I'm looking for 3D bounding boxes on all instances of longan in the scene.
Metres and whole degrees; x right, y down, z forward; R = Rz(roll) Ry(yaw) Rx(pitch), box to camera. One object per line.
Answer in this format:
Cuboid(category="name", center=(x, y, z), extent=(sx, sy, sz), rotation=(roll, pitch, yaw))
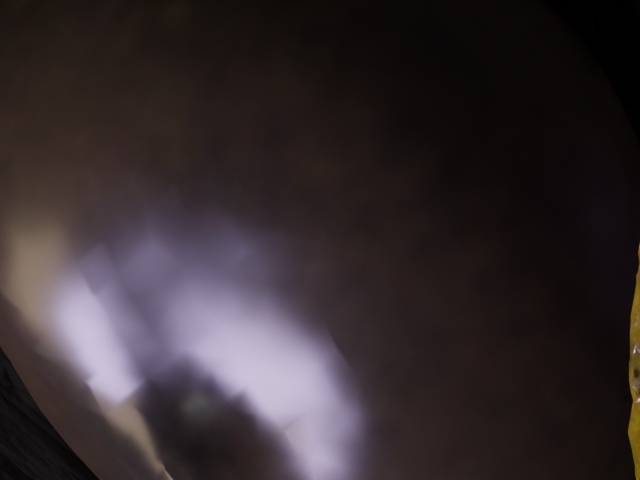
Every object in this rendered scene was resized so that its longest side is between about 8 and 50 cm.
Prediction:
Cuboid(category="longan", center=(0.000, 0.000, 0.709), extent=(0.350, 0.288, 0.288), rotation=(51, 156, 11))

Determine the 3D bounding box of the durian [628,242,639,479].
Cuboid(category="durian", center=(0.175, 0.051, 0.525), extent=(0.260, 0.186, 0.154), rotation=(57, 167, -18))
